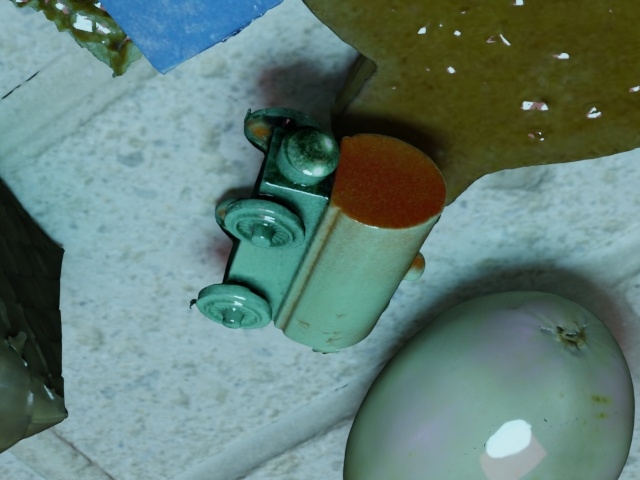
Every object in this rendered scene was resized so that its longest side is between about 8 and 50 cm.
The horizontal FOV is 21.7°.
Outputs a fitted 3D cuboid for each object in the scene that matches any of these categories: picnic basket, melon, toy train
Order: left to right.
[{"bbox_3d":[-0.379,0.081,1.366,0.321,0.291,0.254,-32,123,12],"label":"picnic basket"},{"bbox_3d":[0.000,0.000,1.350,0.177,0.116,0.285,15,151,-5],"label":"toy train"},{"bbox_3d":[0.142,0.179,1.458,0.223,0.223,0.317,20,133,-13],"label":"melon"}]

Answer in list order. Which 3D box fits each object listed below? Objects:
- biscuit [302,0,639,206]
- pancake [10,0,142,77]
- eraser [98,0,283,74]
[{"bbox_3d":[0.192,-0.155,1.269,0.394,0.076,0.368,-6,135,11],"label":"biscuit"},{"bbox_3d":[-0.234,-0.273,1.207,0.426,0.067,0.305,21,130,-15],"label":"pancake"},{"bbox_3d":[-0.031,-0.242,1.132,0.312,0.043,0.144,-28,113,28],"label":"eraser"}]
